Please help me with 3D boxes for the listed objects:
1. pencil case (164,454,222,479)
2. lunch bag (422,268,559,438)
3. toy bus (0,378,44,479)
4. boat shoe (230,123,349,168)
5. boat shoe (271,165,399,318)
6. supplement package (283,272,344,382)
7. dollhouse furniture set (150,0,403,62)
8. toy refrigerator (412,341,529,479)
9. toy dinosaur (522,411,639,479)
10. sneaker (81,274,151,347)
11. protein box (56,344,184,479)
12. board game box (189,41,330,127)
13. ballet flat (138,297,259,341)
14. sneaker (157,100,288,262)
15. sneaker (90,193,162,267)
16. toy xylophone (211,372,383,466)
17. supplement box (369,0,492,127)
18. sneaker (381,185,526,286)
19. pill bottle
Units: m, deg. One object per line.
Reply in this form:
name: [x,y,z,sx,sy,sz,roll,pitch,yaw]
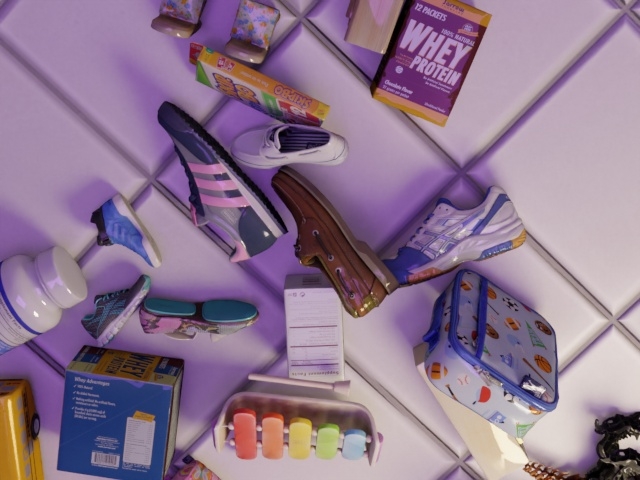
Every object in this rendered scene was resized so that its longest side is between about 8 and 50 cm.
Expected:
pencil case: [-0.188,0.550,2.016,0.284,0.124,0.124,44,101,-7]
lunch bag: [0.293,0.187,1.814,0.243,0.303,0.115,35,117,-8]
toy bus: [-0.595,0.429,1.989,0.108,0.130,0.333,-2,103,3]
boat shoe: [-0.064,-0.175,1.819,0.226,0.076,0.083,-1,70,24]
boat shoe: [0.000,0.000,1.827,0.104,0.111,0.307,-40,70,-5]
supplement package: [-0.010,0.159,1.918,0.105,0.105,0.179,-2,104,0]
dollhouse furniture set: [-0.055,-0.457,1.681,0.394,0.256,0.362,18,108,-3]
toy refrigerator: [0.281,0.302,1.945,0.094,0.102,0.269,-31,100,8]
toy dinosaur: [0.552,0.457,1.957,0.322,0.164,0.218,0,121,-20]
sneaker: [-0.383,0.120,1.946,0.076,0.065,0.166,40,99,-2]
protein box: [-0.370,0.324,1.953,0.200,0.136,0.201,8,104,0]
board game box: [-0.113,-0.260,1.812,0.259,0.124,0.039,28,79,-4]
ballet flat: [-0.225,0.151,1.943,0.221,0.077,0.079,2,122,-3]
sneaker: [-0.203,-0.097,1.861,0.131,0.112,0.319,-39,98,8]
sneaker: [-0.359,-0.001,1.914,0.084,0.058,0.152,-32,96,3]
toy xylophone: [-0.044,0.334,1.926,0.322,0.081,0.236,1,145,7]
supplement box: [0.179,-0.312,1.755,0.129,0.191,0.194,22,102,-4]
sneaker: [0.213,-0.004,1.887,0.296,0.112,0.131,-21,85,5]
pill bottle: [-0.569,0.118,1.903,0.272,0.152,0.152,-28,101,8]
